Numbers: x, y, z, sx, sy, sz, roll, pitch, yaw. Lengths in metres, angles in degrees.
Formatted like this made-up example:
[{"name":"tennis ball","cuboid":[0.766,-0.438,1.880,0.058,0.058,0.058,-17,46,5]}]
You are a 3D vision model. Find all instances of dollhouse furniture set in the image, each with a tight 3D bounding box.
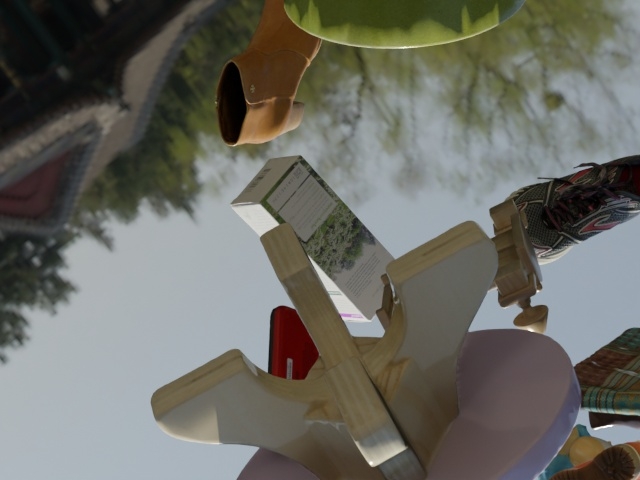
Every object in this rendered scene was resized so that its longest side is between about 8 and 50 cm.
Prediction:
[{"name":"dollhouse furniture set","cuboid":[0.145,0.130,1.622,0.303,0.173,0.355,-25,-166,14]}]

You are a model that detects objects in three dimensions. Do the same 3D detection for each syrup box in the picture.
[{"name":"syrup box","cuboid":[0.000,0.000,1.807,0.093,0.237,0.096,-51,-158,-20]}]

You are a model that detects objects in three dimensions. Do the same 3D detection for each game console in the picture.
[{"name":"game console","cuboid":[-0.023,0.151,1.259,0.085,0.124,0.144,-26,-127,43]}]

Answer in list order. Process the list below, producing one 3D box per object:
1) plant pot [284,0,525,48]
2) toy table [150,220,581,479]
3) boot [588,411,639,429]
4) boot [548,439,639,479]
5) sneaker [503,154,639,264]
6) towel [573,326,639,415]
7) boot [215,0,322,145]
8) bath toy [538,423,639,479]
[{"name":"plant pot","cuboid":[0.083,-0.397,1.405,0.275,0.293,0.274,-4,-146,3]},{"name":"toy table","cuboid":[0.032,0.104,0.930,0.274,0.161,0.252,-35,-146,-9]},{"name":"boot","cuboid":[0.589,0.228,2.447,0.207,0.090,0.248,-10,-115,42]},{"name":"boot","cuboid":[0.333,0.279,1.553,0.085,0.059,0.158,-11,159,-44]},{"name":"sneaker","cuboid":[0.388,-0.061,1.961,0.299,0.120,0.112,-25,173,-25]},{"name":"towel","cuboid":[0.463,0.146,1.451,0.370,0.040,0.271,1,-169,34]},{"name":"boot","cuboid":[-0.088,-0.302,2.148,0.104,0.295,0.211,9,-168,25]},{"name":"bath toy","cuboid":[0.497,0.419,2.154,0.129,0.151,0.348,-22,-152,-21]}]
